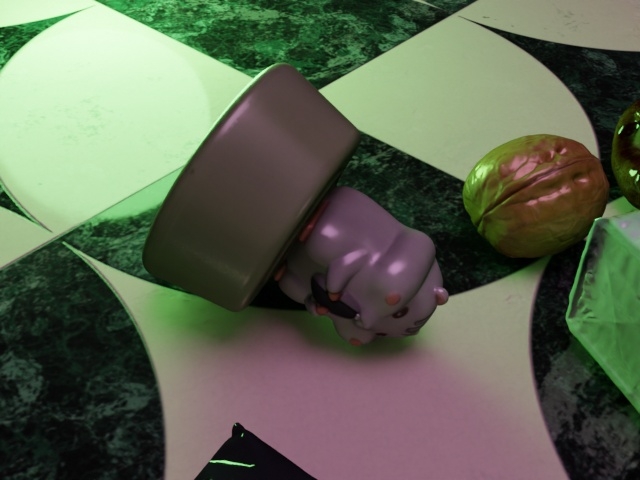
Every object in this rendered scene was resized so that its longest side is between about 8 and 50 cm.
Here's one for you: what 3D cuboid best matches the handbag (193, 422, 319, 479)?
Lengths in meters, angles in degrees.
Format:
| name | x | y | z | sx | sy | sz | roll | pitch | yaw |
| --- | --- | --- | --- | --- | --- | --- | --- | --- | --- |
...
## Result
| name | x | y | z | sx | sy | sz | roll | pitch | yaw |
| --- | --- | --- | --- | --- | --- | --- | --- | --- | --- |
| handbag | -0.040 | 0.289 | 0.733 | 0.254 | 0.089 | 0.211 | 30 | 43 | 21 |

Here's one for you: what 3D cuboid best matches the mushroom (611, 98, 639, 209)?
| name | x | y | z | sx | sy | sz | roll | pitch | yaw |
| --- | --- | --- | --- | --- | --- | --- | --- | --- | --- |
| mushroom | 0.535 | -0.115 | 1.271 | 0.194 | 0.138 | 0.231 | 22 | 52 | -1 |

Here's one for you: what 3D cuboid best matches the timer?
| name | x | y | z | sx | sy | sz | roll | pitch | yaw |
| --- | --- | --- | --- | --- | --- | --- | --- | --- | --- |
| timer | 0.000 | 0.000 | 0.985 | 0.315 | 0.291 | 0.291 | 35 | 44 | 1 |

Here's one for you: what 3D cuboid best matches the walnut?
| name | x | y | z | sx | sy | sz | roll | pitch | yaw |
| --- | --- | --- | --- | --- | --- | --- | --- | --- | --- |
| walnut | 0.293 | -0.061 | 1.142 | 0.197 | 0.165 | 0.165 | -14 | 44 | -19 |

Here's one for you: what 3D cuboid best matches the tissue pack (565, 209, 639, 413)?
| name | x | y | z | sx | sy | sz | roll | pitch | yaw |
| --- | --- | --- | --- | --- | --- | --- | --- | --- | --- |
| tissue pack | 0.538 | 0.099 | 0.943 | 0.405 | 0.205 | 0.332 | -12 | 43 | -20 |
